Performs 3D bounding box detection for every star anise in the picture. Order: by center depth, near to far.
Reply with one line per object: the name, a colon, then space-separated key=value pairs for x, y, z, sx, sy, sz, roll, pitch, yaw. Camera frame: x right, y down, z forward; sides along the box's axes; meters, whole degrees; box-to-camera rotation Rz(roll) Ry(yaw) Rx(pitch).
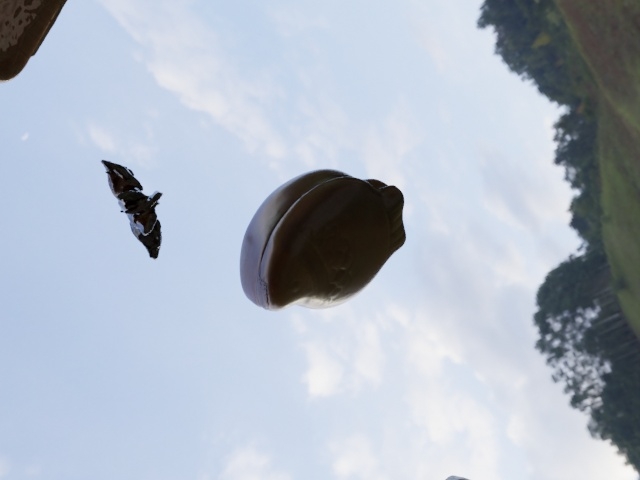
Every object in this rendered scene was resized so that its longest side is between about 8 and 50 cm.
star anise: x=-0.407 y=-0.089 z=1.834 sx=0.272 sy=0.102 sz=0.272 roll=62 pitch=175 yaw=9

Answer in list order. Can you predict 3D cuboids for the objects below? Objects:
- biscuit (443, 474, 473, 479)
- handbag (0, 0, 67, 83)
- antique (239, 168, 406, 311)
biscuit: x=0.147 y=0.433 z=1.220 sx=0.299 sy=0.154 sz=0.045 roll=-12 pitch=-74 yaw=-21
handbag: x=-0.279 y=-0.246 z=0.669 sx=0.151 sy=0.072 sz=0.193 roll=38 pitch=-99 yaw=-46
antique: x=0.000 y=0.000 z=1.209 sx=0.278 sy=0.129 sz=0.224 roll=-31 pitch=-50 yaw=-25
